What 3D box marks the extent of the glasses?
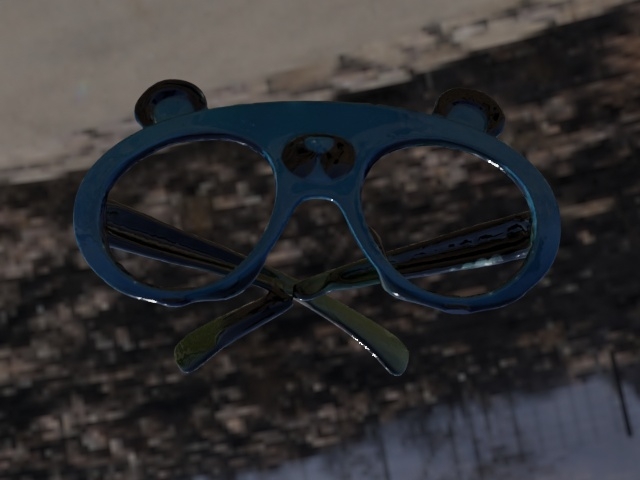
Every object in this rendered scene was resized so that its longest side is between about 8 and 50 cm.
[{"bbox_3d":[0.000,0.027,0.914,0.239,0.102,0.207,-1,134,1],"label":"glasses"}]
